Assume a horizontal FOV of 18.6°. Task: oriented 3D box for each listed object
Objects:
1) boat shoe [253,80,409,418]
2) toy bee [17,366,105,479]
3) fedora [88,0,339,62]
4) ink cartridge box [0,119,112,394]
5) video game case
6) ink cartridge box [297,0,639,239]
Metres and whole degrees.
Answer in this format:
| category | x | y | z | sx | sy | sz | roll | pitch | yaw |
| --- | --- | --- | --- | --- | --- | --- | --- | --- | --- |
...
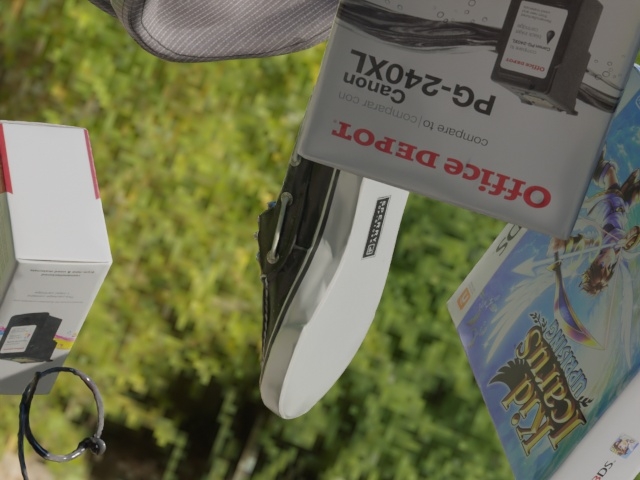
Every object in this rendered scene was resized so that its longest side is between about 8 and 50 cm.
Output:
| category | x | y | z | sx | sy | sz | roll | pitch | yaw |
| --- | --- | --- | --- | --- | --- | --- | --- | --- | --- |
| boat shoe | 0.000 | 0.000 | 1.189 | 0.070 | 0.219 | 0.078 | 27 | 15 | 30 |
| toy bee | -0.214 | 0.228 | 1.200 | 0.195 | 0.298 | 0.162 | 12 | 1 | -30 |
| fedora | -0.044 | -0.191 | 1.173 | 0.244 | 0.275 | 0.124 | 53 | 18 | -41 |
| ink cartridge box | -0.219 | 0.016 | 1.438 | 0.072 | 0.127 | 0.175 | 2 | -37 | -24 |
| video game case | 0.205 | 0.034 | 1.382 | 0.061 | 0.244 | 0.269 | 27 | 21 | -22 |
| ink cartridge box | 0.065 | -0.088 | 0.711 | 0.109 | 0.150 | 0.063 | 18 | 27 | 3 |
